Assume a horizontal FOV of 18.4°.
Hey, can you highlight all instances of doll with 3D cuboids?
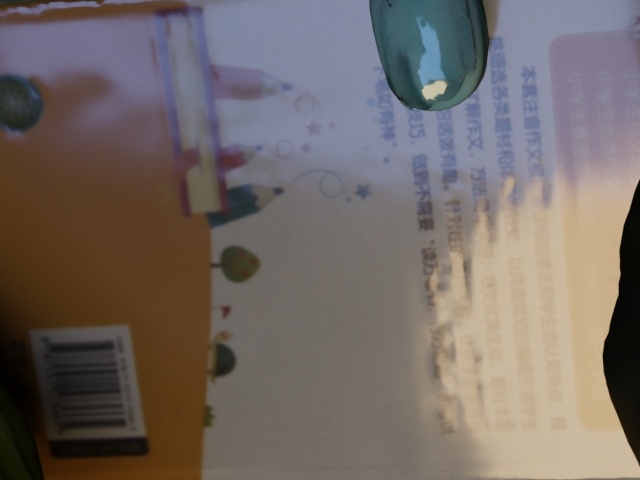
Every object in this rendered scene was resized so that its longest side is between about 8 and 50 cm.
[{"bbox_3d":[0.030,-0.126,0.655,0.159,0.059,0.158,-27,92,13],"label":"doll"}]

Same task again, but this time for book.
[{"bbox_3d":[0.000,0.000,0.738,0.296,0.020,0.207,-3,110,11],"label":"book"}]

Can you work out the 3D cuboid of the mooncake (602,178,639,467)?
[{"bbox_3d":[0.273,0.013,0.515,0.378,0.378,0.200,-28,114,18],"label":"mooncake"}]

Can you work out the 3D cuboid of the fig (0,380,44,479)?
[{"bbox_3d":[-0.179,0.100,0.732,0.233,0.167,0.167,37,112,-6],"label":"fig"}]
